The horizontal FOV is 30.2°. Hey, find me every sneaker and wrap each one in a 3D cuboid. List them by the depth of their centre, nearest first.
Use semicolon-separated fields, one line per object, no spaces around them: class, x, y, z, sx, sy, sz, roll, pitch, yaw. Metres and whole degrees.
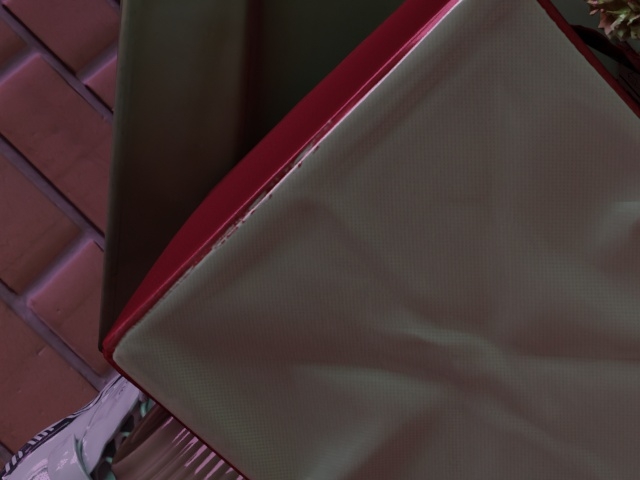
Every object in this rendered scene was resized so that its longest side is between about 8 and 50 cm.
sneaker;-0.152;0.177;0.975;0.366;0.137;0.210;-44;3;-17

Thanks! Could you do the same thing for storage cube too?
storage cube;0.059;0.014;0.467;0.215;0.183;0.193;-43;8;14

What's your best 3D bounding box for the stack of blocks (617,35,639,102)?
stack of blocks;0.269;-0.249;0.829;0.297;0.171;0.087;-46;7;-12

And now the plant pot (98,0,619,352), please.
plant pot;0.014;-0.084;0.721;0.323;0.280;0.323;-175;90;-80

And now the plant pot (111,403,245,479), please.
plant pot;-0.055;0.137;0.755;0.237;0.110;0.237;-46;6;6

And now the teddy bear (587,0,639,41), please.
teddy bear;0.254;-0.166;0.572;0.245;0.113;0.338;-30;-2;-21
